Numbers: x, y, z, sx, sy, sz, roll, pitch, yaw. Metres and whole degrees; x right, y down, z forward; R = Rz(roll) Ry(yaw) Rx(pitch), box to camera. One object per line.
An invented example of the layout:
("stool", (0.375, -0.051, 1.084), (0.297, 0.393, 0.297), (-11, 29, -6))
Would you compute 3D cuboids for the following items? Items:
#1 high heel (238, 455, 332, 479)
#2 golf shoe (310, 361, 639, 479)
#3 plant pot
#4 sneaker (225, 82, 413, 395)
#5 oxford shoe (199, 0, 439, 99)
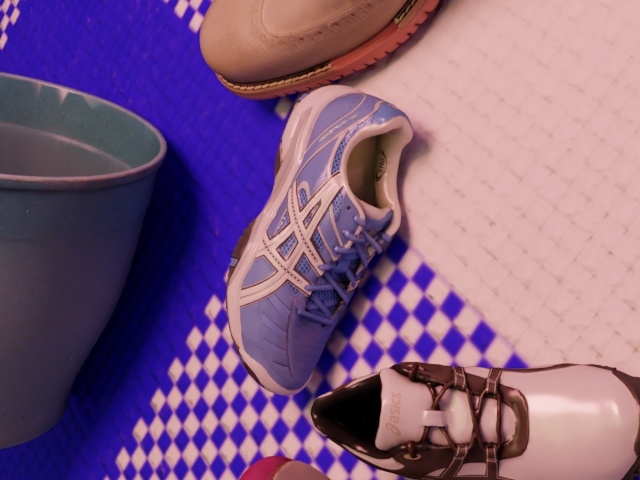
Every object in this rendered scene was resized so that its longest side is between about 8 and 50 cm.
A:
("high heel", (-0.035, 0.273, 0.509), (0.181, 0.127, 0.377), (-5, 105, 26))
("golf shoe", (0.081, 0.102, 0.578), (0.198, 0.094, 0.077), (-13, 69, 42))
("plant pot", (-0.281, 0.018, 0.869), (0.271, 0.272, 0.255), (36, 120, 45))
("sneaker", (0.000, 0.000, 0.697), (0.081, 0.080, 0.211), (14, 91, 50))
("oxford shoe", (0.033, -0.230, 0.677), (0.397, 0.146, 0.140), (-35, 57, 35))
